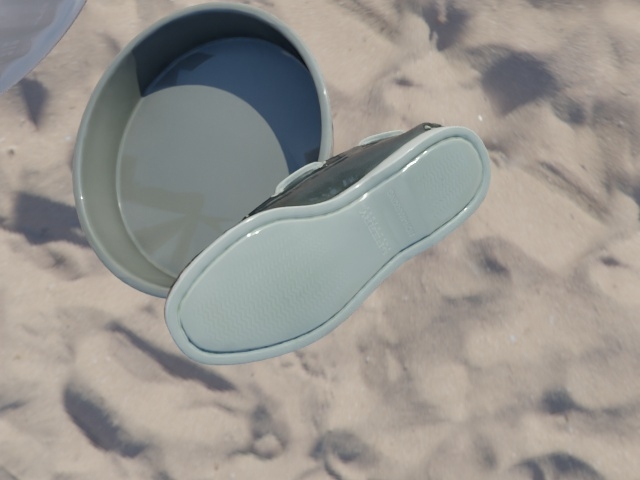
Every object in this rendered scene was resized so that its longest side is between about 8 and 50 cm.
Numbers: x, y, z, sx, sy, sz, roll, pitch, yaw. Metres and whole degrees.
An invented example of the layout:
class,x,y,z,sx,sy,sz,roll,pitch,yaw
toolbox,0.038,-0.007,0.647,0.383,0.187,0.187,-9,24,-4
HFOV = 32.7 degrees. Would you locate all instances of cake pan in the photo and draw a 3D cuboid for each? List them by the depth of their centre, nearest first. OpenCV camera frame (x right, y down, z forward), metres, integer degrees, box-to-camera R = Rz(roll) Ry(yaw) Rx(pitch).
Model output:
class,x,y,z,sx,sy,sz,roll,pitch,yaw
cake pan,-0.110,-0.084,1.059,0.293,0.054,0.293,-6,77,27

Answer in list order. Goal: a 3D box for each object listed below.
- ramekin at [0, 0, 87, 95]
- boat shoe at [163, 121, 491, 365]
class,x,y,z,sx,sy,sz,roll,pitch,yaw
ramekin,-0.163,-0.119,0.304,0.207,0.109,0.207,-1,107,-3
boat shoe,0.000,0.000,0.867,0.302,0.091,0.114,-26,108,-24
